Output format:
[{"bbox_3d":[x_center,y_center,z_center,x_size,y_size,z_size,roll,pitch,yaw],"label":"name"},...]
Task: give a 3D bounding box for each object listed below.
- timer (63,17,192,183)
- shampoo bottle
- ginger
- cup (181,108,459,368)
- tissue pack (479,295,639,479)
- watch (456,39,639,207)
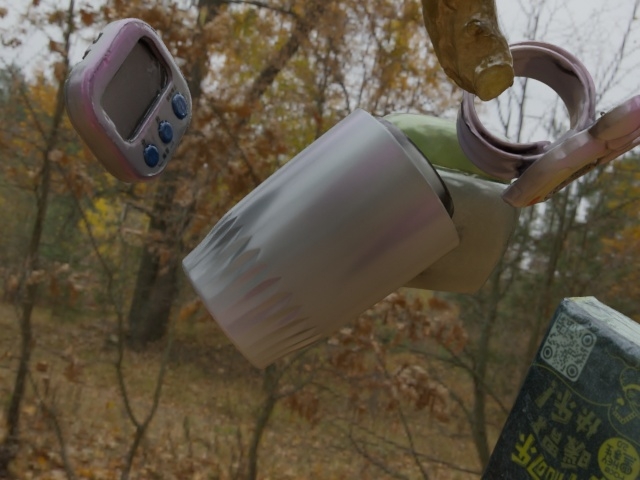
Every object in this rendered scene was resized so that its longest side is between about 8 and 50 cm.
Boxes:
[{"bbox_3d":[-0.266,-0.194,1.154,0.069,0.209,0.191,-3,-44,28],"label":"timer"},{"bbox_3d":[0.197,-0.060,1.501,0.322,0.318,0.322,15,4,-1],"label":"shampoo bottle"},{"bbox_3d":[0.161,-0.386,1.011,0.122,0.348,0.363,-5,37,4],"label":"ginger"},{"bbox_3d":[0.000,0.000,1.219,0.253,0.371,0.253,54,-1,2],"label":"cup"},{"bbox_3d":[0.287,0.212,0.864,0.081,0.257,0.185,4,23,-39],"label":"tissue pack"},{"bbox_3d":[0.326,-0.188,1.190,0.248,0.218,0.211,-32,-12,-2],"label":"watch"}]
